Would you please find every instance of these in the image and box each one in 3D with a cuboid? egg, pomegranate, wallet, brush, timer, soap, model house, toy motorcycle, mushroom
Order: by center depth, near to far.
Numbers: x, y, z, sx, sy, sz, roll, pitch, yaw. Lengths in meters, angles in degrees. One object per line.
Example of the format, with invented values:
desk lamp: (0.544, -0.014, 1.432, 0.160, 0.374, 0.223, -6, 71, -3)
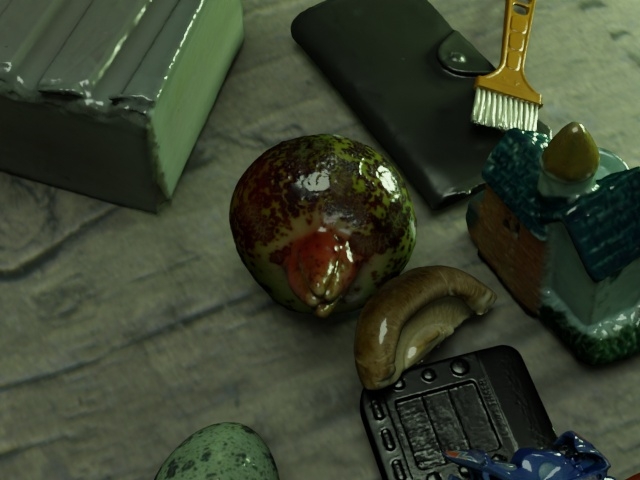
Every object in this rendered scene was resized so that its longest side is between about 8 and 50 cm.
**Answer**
toy motorcycle: (0.216, 0.248, 1.117, 0.205, 0.076, 0.114, -1, 89, -17)
egg: (-0.103, 0.258, 1.127, 0.132, 0.132, 0.172, 8, 45, 10)
timer: (0.144, 0.197, 1.199, 0.187, 0.055, 0.144, -13, 57, -9)
model house: (0.289, -0.036, 1.208, 0.184, 0.291, 0.253, -30, 58, -9)
mushroom: (0.105, 0.080, 1.231, 0.072, 0.094, 0.210, 21, 43, 41)
pomegranate: (0.000, 0.000, 1.238, 0.214, 0.214, 0.248, 1, 32, 5)
soap: (-0.277, -0.286, 1.468, 0.350, 0.213, 0.435, 11, 57, 15)
wallet: (0.131, -0.201, 1.474, 0.197, 0.051, 0.377, -26, 59, -15)
brush: (0.254, -0.244, 1.483, 0.090, 0.017, 0.314, 18, 47, -2)

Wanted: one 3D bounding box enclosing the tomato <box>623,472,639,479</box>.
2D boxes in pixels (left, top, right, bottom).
tomato: (0.340, 0.259, 1.051, 0.159, 0.091, 0.139, -9, 38, -7)
